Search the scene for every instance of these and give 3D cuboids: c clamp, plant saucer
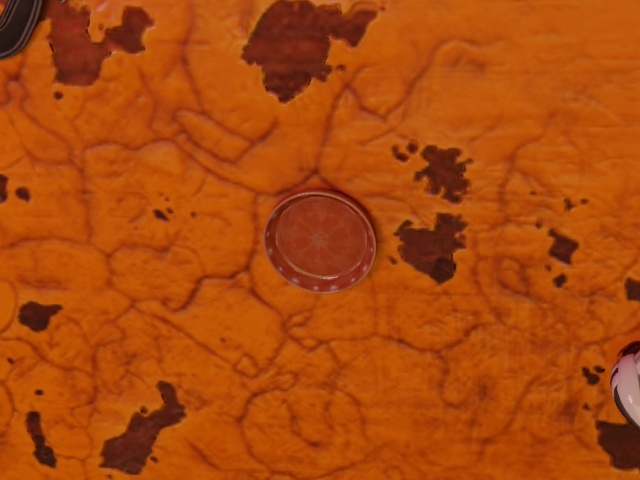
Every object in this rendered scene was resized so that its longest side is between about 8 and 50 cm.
[{"bbox_3d":[-0.242,-0.194,0.975,0.161,0.022,0.137,25,124,-5],"label":"c clamp"},{"bbox_3d":[0.000,0.000,1.033,0.083,0.013,0.083,4,117,9],"label":"plant saucer"}]

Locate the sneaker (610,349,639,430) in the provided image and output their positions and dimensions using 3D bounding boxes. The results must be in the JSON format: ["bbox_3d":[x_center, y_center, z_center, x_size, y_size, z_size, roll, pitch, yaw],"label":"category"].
[{"bbox_3d":[0.329,0.128,1.002,0.229,0.086,0.132,36,115,-8],"label":"sneaker"}]
